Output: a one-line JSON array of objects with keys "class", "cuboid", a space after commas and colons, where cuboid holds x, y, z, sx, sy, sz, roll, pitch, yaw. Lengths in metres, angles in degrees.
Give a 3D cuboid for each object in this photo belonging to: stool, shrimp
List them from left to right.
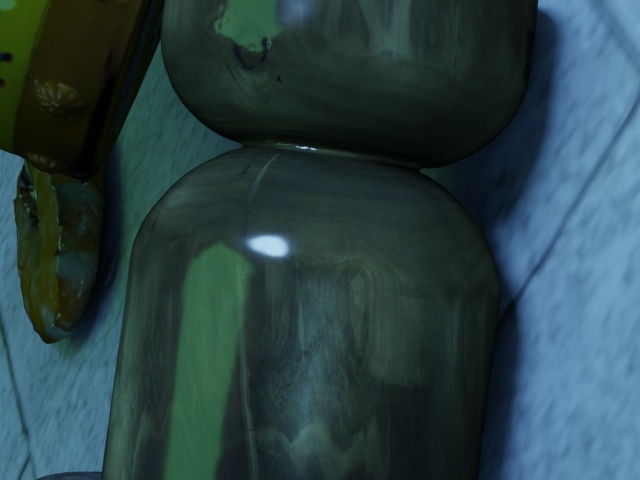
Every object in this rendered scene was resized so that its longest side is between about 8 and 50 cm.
[{"class": "shrimp", "cuboid": [-0.217, -0.064, 1.394, 0.164, 0.062, 0.317, -48, 45, 50]}, {"class": "stool", "cuboid": [0.000, 0.000, 0.843, 0.179, 0.179, 0.264, 5, 87, 62]}]

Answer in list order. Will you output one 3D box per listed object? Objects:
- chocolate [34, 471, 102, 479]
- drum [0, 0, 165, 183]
[{"class": "chocolate", "cuboid": [-0.120, 0.206, 1.010, 0.261, 0.083, 0.161, -5, 71, 39]}, {"class": "drum", "cuboid": [-0.152, -0.263, 1.004, 0.431, 0.214, 0.431, -159, 90, -86]}]
